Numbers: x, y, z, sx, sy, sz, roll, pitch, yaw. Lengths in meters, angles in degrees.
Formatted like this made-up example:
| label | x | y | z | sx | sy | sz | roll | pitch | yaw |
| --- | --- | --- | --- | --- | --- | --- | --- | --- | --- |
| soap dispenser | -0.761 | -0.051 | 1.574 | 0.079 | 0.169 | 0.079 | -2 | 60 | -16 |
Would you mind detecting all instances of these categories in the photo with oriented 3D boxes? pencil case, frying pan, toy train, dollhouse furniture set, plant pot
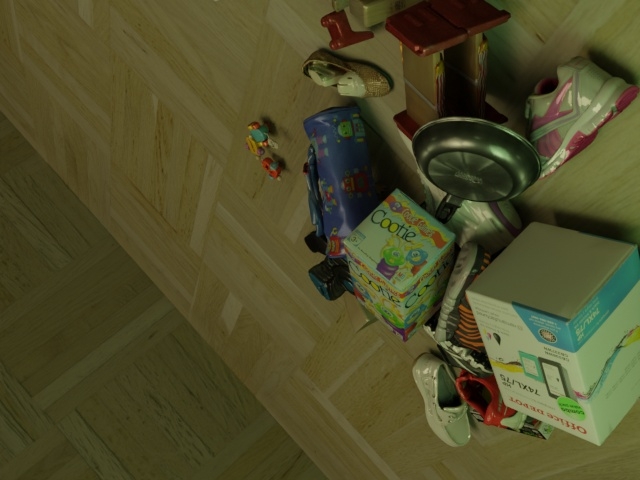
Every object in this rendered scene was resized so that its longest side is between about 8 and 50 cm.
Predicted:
| label | x | y | z | sx | sy | sz | roll | pitch | yaw |
| --- | --- | --- | --- | --- | --- | --- | --- | --- | --- |
| pencil case | 0.047 | -0.111 | 1.674 | 0.133 | 0.119 | 0.306 | 179 | 80 | -67 |
| frying pan | 0.200 | -0.098 | 1.312 | 0.197 | 0.053 | 0.326 | 28 | 153 | -18 |
| toy train | -0.124 | -0.222 | 2.018 | 0.125 | 0.046 | 0.166 | 42 | 156 | 16 |
| dollhouse furniture set | 0.135 | -0.336 | 1.366 | 0.374 | 0.152 | 0.201 | 53 | 162 | 40 |
| plant pot | 0.117 | 0.147 | 2.052 | 0.096 | 0.109 | 0.109 | 59 | 156 | 11 |

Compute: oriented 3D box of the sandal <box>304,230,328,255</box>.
| label | x | y | z | sx | sy | sz | roll | pitch | yaw |
| --- | --- | --- | --- | --- | --- | --- | --- | --- | --- |
| sandal | 0.000 | 0.000 | 2.126 | 0.067 | 0.040 | 0.179 | 60 | 168 | -7 |

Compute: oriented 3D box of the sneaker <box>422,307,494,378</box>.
| label | x | y | z | sx | sy | sz | roll | pitch | yaw |
| --- | --- | --- | --- | --- | --- | --- | --- | --- | --- |
| sneaker | 0.264 | 0.201 | 1.710 | 0.234 | 0.078 | 0.106 | 39 | 150 | 16 |

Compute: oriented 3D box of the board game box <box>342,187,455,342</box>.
| label | x | y | z | sx | sy | sz | roll | pitch | yaw |
| --- | --- | --- | --- | --- | --- | --- | --- | --- | --- |
| board game box | 0.149 | 0.054 | 1.562 | 0.144 | 0.142 | 0.275 | 41 | 165 | 23 |

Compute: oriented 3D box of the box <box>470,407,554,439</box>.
| label | x | y | z | sx | sy | sz | roll | pitch | yaw |
| --- | --- | --- | --- | --- | --- | --- | --- | --- | --- |
| box | 0.424 | 0.349 | 1.792 | 0.036 | 0.114 | 0.207 | 48 | 158 | -22 |

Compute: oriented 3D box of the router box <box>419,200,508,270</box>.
| label | x | y | z | sx | sy | sz | roll | pitch | yaw |
| --- | --- | --- | --- | --- | --- | --- | --- | --- | --- |
| router box | 0.293 | 0.090 | 1.702 | 0.243 | 0.081 | 0.309 | 33 | 149 | 33 |

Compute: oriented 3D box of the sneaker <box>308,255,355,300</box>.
| label | x | y | z | sx | sy | sz | roll | pitch | yaw |
| --- | --- | --- | --- | --- | --- | --- | --- | --- | --- |
| sneaker | 0.081 | 0.049 | 1.901 | 0.125 | 0.139 | 0.341 | 55 | 161 | -8 |

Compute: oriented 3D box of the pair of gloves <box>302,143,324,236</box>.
| label | x | y | z | sx | sy | sz | roll | pitch | yaw |
| --- | --- | --- | --- | --- | --- | --- | --- | --- | --- |
| pair of gloves | -0.009 | -0.105 | 1.758 | 0.198 | 0.023 | 0.159 | -86 | -15 | -61 |

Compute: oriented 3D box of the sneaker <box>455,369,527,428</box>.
| label | x | y | z | sx | sy | sz | roll | pitch | yaw |
| --- | --- | --- | --- | --- | --- | --- | --- | --- | --- |
| sneaker | 0.331 | 0.283 | 1.768 | 0.279 | 0.118 | 0.107 | -121 | 40 | -56 |

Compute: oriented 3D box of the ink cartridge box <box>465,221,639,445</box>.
| label | x | y | z | sx | sy | sz | roll | pitch | yaw |
| --- | --- | --- | --- | --- | --- | --- | --- | --- | --- |
| ink cartridge box | 0.400 | 0.147 | 1.370 | 0.198 | 0.197 | 0.270 | 17 | 140 | 48 |

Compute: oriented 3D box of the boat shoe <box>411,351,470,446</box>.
| label | x | y | z | sx | sy | sz | roll | pitch | yaw |
| --- | --- | --- | --- | --- | --- | --- | --- | --- | --- |
| boat shoe | 0.314 | 0.404 | 2.070 | 0.096 | 0.098 | 0.277 | 8 | 130 | 56 |

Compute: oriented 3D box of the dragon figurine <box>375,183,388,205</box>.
| label | x | y | z | sx | sy | sz | roll | pitch | yaw |
| --- | --- | --- | --- | --- | --- | --- | --- | --- | --- |
| dragon figurine | 0.080 | -0.075 | 1.826 | 0.289 | 0.085 | 0.144 | 33 | 149 | 31 |

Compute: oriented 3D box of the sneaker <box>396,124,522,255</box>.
| label | x | y | z | sx | sy | sz | roll | pitch | yaw |
| --- | --- | --- | --- | --- | --- | --- | --- | --- | --- |
| sneaker | 0.218 | -0.089 | 1.500 | 0.152 | 0.114 | 0.305 | -37 | 91 | 36 |

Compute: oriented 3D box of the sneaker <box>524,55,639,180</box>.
| label | x | y | z | sx | sy | sz | roll | pitch | yaw |
| --- | --- | --- | --- | --- | --- | --- | --- | --- | --- |
| sneaker | 0.352 | -0.181 | 1.237 | 0.111 | 0.103 | 0.252 | 50 | 149 | 11 |

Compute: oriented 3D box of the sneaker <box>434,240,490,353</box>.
| label | x | y | z | sx | sy | sz | roll | pitch | yaw |
| --- | --- | --- | --- | --- | --- | --- | --- | --- | --- |
| sneaker | 0.311 | 0.114 | 1.497 | 0.180 | 0.125 | 0.321 | 18 | 156 | 11 |

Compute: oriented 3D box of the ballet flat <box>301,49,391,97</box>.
| label | x | y | z | sx | sy | sz | roll | pitch | yaw |
| --- | --- | --- | --- | --- | --- | --- | --- | --- | --- |
| ballet flat | 0.042 | -0.305 | 1.601 | 0.206 | 0.067 | 0.073 | 27 | 145 | 40 |
